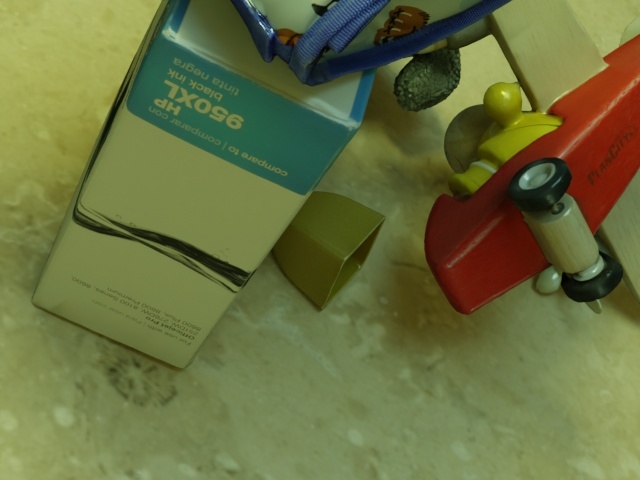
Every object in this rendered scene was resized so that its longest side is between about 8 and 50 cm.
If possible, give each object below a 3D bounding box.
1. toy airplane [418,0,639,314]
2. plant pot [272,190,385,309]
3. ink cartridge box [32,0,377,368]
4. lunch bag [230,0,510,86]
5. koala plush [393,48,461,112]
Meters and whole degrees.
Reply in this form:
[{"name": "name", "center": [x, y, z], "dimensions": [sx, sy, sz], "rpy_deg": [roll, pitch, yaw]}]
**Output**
[{"name": "toy airplane", "center": [0.247, -0.117, 1.530], "dimensions": [0.384, 0.272, 0.386], "rpy_deg": [2, 92, -41]}, {"name": "plant pot", "center": [0.000, 0.000, 1.472], "dimensions": [0.083, 0.081, 0.081], "rpy_deg": [34, 48, 11]}, {"name": "ink cartridge box", "center": [-0.087, -0.114, 1.290], "dimensions": [0.166, 0.395, 0.285], "rpy_deg": [24, 50, -10]}, {"name": "lunch bag", "center": [0.043, -0.322, 1.096], "dimensions": [0.385, 0.239, 0.328], "rpy_deg": [-31, 76, -22]}, {"name": "koala plush", "center": [0.012, -0.231, 1.576], "dimensions": [0.221, 0.203, 0.196], "rpy_deg": [-25, 56, -13]}]
